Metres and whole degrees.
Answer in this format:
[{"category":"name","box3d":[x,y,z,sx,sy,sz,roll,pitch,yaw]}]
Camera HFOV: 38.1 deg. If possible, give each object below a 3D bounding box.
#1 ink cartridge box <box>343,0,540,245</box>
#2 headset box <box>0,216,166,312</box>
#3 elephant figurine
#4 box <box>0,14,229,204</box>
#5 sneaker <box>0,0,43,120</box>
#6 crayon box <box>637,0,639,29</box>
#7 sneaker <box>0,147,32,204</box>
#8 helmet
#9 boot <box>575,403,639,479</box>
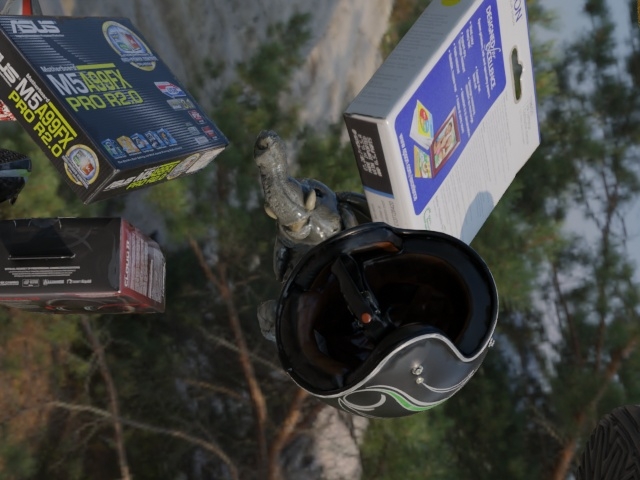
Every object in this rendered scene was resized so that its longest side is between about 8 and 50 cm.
[{"category":"ink cartridge box","box3d":[0.156,-0.131,1.094,0.307,0.072,0.304,-54,144,-30]},{"category":"headset box","box3d":[-0.364,0.041,1.354,0.293,0.218,0.110,73,15,-79]},{"category":"elephant figurine","box3d":[0.000,0.000,1.130,0.186,0.169,0.240,139,-55,-71]},{"category":"box","box3d":[-0.246,-0.162,1.077,0.216,0.060,0.270,51,24,4]},{"category":"sneaker","box3d":[-0.473,-0.273,1.334,0.090,0.145,0.270,85,-8,-52]},{"category":"crayon box","box3d":[0.492,-0.195,1.105,0.278,0.081,0.165,57,15,12]},{"category":"sneaker","box3d":[-0.503,-0.080,1.377,0.234,0.084,0.097,-20,130,-74]},{"category":"helmet","box3d":[0.061,0.069,0.779,0.161,0.169,0.169,9,66,-47]},{"category":"boot","box3d":[0.535,0.333,1.120,0.146,0.445,0.367,-99,-166,-50]}]
